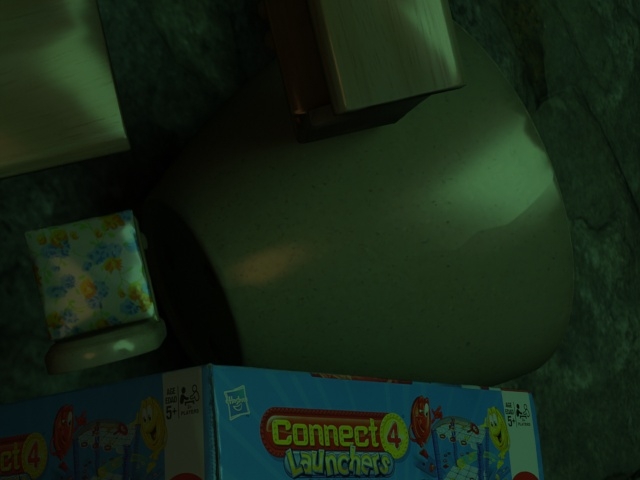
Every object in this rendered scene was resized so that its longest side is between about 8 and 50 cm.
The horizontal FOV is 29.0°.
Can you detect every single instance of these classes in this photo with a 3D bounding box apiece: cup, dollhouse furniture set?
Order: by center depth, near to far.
[{"bbox_3d":[-0.146,-0.109,0.711,0.394,0.256,0.362,-13,90,-5],"label":"dollhouse furniture set"},{"bbox_3d":[0.000,0.000,0.975,0.237,0.331,0.331,-22,97,-24],"label":"cup"}]

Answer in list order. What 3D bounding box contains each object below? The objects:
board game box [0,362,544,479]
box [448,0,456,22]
[{"bbox_3d":[-0.062,0.153,0.831,0.302,0.308,0.086,12,70,-47],"label":"board game box"},{"bbox_3d":[0.073,-0.117,1.109,0.058,0.232,0.322,-23,96,-17],"label":"box"}]
